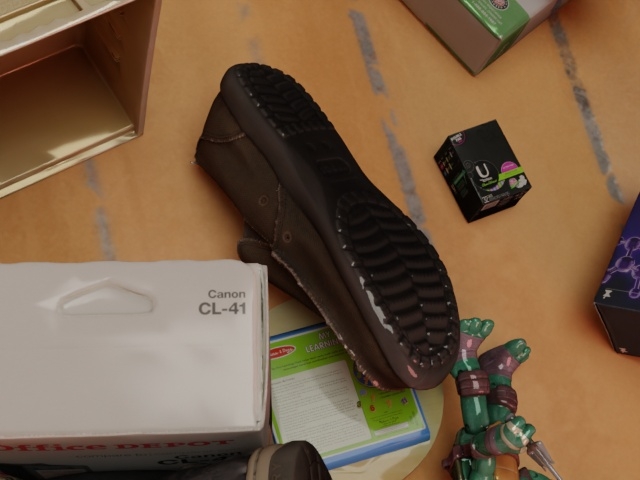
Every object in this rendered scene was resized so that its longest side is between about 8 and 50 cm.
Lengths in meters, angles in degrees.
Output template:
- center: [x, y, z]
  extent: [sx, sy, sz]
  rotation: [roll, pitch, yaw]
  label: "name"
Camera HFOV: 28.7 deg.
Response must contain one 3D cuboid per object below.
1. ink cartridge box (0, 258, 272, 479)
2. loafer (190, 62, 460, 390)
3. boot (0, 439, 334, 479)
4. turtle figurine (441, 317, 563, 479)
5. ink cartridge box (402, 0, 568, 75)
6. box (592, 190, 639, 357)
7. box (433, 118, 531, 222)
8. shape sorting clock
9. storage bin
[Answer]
- center: [-0.150, 0.125, 0.989]
  extent: [0.226, 0.306, 0.131]
  rotation: [-2, 71, -2]
  label: "ink cartridge box"
- center: [0.000, 0.000, 1.186]
  extent: [0.134, 0.130, 0.366]
  rotation: [-3, 54, -48]
  label: "loafer"
- center: [-0.123, 0.257, 0.962]
  extent: [0.284, 0.377, 0.138]
  rotation: [-6, 65, 4]
  label: "boot"
- center: [0.169, 0.195, 1.141]
  extent: [0.118, 0.175, 0.234]
  rotation: [-17, 59, 13]
  label: "turtle figurine"
- center: [0.201, -0.307, 1.372]
  extent: [0.212, 0.093, 0.154]
  rotation: [-40, 82, -22]
  label: "ink cartridge box"
- center: [0.425, 0.035, 1.207]
  extent: [0.261, 0.103, 0.184]
  rotation: [9, 62, 35]
  label: "box"
- center: [0.167, -0.072, 1.292]
  extent: [0.062, 0.052, 0.083]
  rotation: [-19, 74, -20]
  label: "box"
- center: [0.013, 0.144, 1.178]
  extent: [0.206, 0.040, 0.206]
  rotation: [3, 67, -6]
  label: "shape sorting clock"
- center: [-0.291, -0.149, 1.105]
  extent: [0.260, 0.262, 0.123]
  rotation: [-28, 76, -21]
  label: "storage bin"
